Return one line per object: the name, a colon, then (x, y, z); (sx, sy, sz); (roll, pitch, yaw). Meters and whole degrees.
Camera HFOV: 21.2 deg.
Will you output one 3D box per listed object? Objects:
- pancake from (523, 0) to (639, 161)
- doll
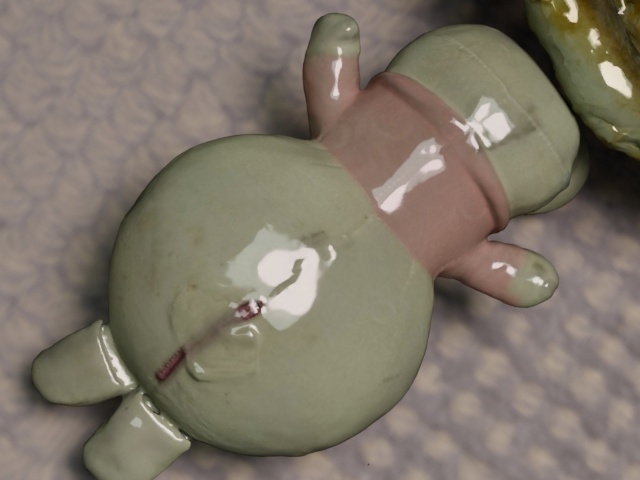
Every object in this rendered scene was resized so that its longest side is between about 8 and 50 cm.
pancake: (0.164, -0.125, 0.792); (0.253, 0.037, 0.253); (24, 50, -33)
doll: (0.006, -0.005, 0.719); (0.275, 0.113, 0.155); (-36, 91, -23)
